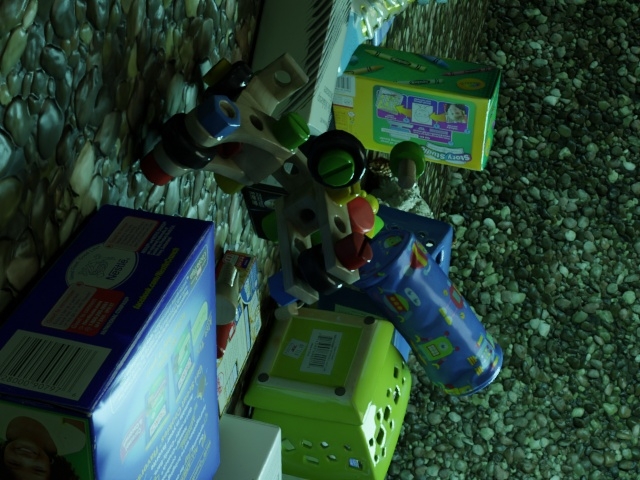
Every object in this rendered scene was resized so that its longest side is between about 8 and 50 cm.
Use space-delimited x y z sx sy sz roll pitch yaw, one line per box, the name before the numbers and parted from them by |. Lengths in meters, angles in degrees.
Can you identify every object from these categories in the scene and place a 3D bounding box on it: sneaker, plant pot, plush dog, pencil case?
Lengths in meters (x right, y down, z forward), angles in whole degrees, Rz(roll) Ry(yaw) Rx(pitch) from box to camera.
sneaker | 0.106 -0.367 1.582 0.127 0.208 0.319 77 28 -66
plant pot | 0.092 0.086 1.908 0.212 0.236 0.235 -53 153 -52
plush dog | 0.169 -0.066 2.278 0.262 0.211 0.225 82 -3 -62
pencil case | 0.168 0.119 1.714 0.306 0.133 0.119 50 21 -21
plant pot | 0.009 0.237 1.691 0.207 0.227 0.228 79 25 -46

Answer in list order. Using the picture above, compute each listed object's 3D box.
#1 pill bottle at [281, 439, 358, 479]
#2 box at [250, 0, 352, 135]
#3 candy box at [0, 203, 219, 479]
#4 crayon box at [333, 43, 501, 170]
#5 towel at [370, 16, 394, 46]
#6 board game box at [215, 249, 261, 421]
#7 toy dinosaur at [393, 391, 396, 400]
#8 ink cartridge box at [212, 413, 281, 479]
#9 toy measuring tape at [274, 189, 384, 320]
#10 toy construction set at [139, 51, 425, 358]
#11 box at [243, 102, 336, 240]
pill bottle | -0.010 0.431 1.927 0.265 0.153 0.153 42 60 -76
box | -0.020 -0.280 1.357 0.113 0.094 0.275 6 95 -78
candy box | -0.188 0.171 0.946 0.268 0.122 0.317 -63 160 -54
crayon box | 0.144 -0.220 1.724 0.165 0.279 0.081 86 20 -51
towel | 0.134 -0.532 1.975 0.285 0.034 0.209 90 17 -44
board game box | -0.129 0.132 1.358 0.146 0.045 0.193 89 17 -46
toy dinosaur | 0.094 0.306 2.139 0.127 0.296 0.200 -5 67 -53
ink cartridge box | -0.134 0.403 1.415 0.207 0.117 0.283 -65 162 -48
toy measuring tape | 0.000 0.000 1.734 0.330 0.121 0.121 -44 147 -45
toy construction set | -0.066 -0.056 1.152 0.237 0.258 0.308 -82 -163 -56
box | -0.038 -0.105 1.477 0.147 0.078 0.180 81 24 -61
